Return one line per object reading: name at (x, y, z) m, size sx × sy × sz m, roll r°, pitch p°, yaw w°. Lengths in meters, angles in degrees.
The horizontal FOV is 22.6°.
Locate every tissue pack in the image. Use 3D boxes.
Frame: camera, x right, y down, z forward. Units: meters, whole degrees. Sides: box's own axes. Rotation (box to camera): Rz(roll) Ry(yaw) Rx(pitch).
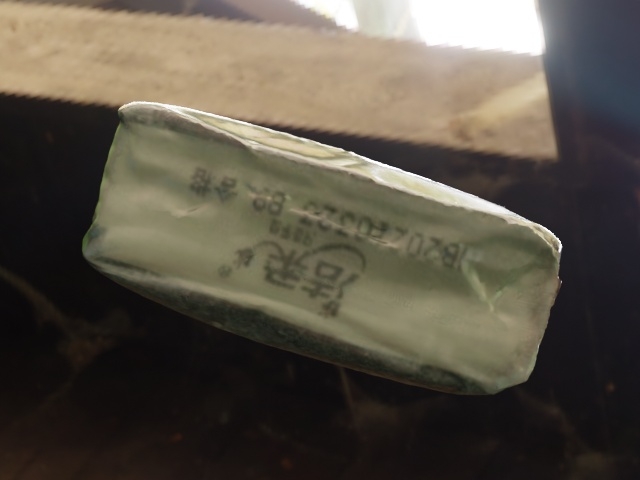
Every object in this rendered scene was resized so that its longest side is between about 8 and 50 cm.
tissue pack at (0.000, 0.000, 0.906) m, size 0.228 × 0.103 × 0.316 m, roll 16°, pitch -177°, yaw -1°
